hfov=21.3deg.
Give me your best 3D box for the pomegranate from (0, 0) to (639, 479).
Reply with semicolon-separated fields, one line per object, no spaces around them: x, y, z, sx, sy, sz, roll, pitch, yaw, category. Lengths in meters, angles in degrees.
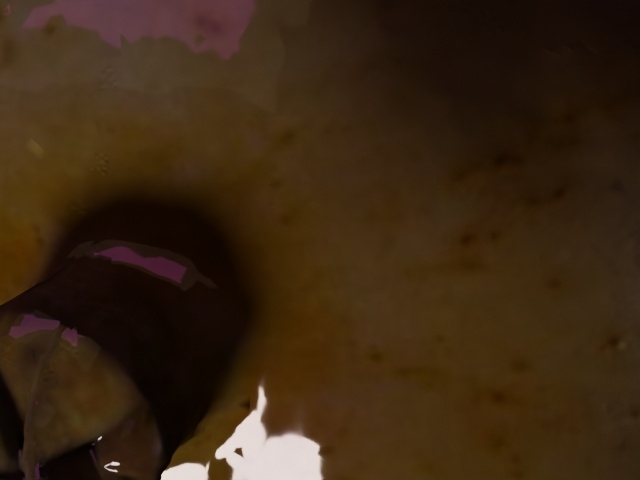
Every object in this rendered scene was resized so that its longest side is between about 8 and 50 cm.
0.000;0.000;0.630;0.411;0.411;0.411;-28;44;30;pomegranate
